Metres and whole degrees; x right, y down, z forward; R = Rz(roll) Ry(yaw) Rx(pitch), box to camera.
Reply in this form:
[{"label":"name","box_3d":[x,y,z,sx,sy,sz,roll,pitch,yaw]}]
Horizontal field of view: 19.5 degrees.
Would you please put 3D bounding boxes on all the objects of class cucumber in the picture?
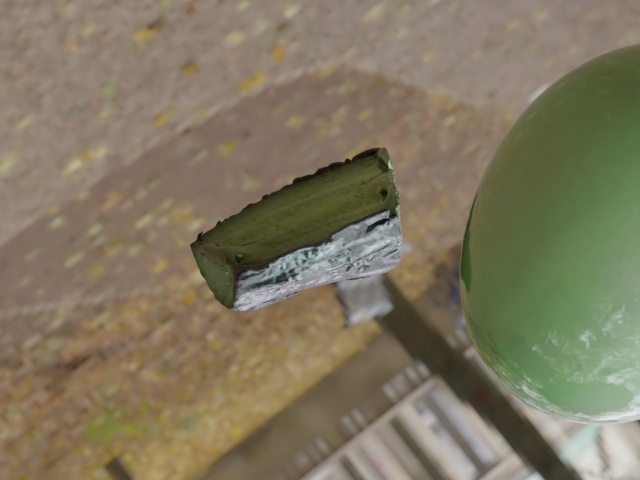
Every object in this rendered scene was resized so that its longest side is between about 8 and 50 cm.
[{"label":"cucumber","box_3d":[0.000,0.000,1.464,0.193,0.086,0.115,-18,-150,-26]}]

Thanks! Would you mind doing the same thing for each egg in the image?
[{"label":"egg","box_3d":[0.211,-0.004,1.236,0.270,0.220,0.220,-59,177,-8]}]
